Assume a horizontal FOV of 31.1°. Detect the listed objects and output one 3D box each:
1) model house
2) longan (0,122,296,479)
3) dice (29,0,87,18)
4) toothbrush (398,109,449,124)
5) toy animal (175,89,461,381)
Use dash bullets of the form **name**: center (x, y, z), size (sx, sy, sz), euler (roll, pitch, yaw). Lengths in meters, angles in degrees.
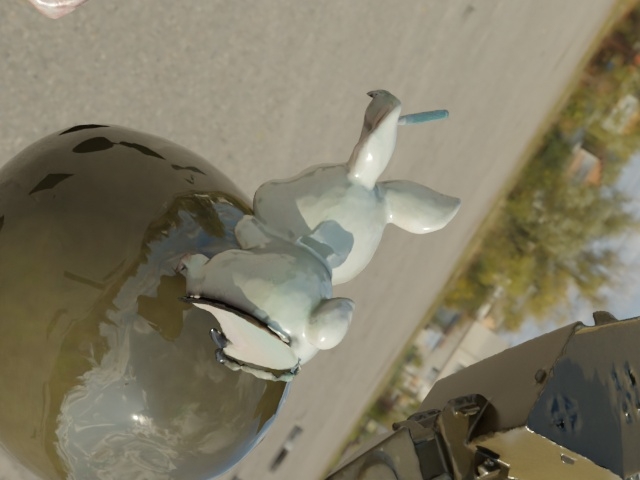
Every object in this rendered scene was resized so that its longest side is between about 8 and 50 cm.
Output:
- **model house**: center (0.111, 0.166, 0.813), size (0.248, 0.176, 0.181), euler (-7, 164, -32)
- **longan**: center (-0.120, 0.041, 0.717), size (0.248, 0.248, 0.248), euler (-55, 173, -10)
- **dice**: center (-0.242, -0.268, 1.066), size (0.093, 0.094, 0.091), euler (-36, -157, 4)
- **toothbrush**: center (0.088, -0.116, 1.101), size (0.167, 0.014, 0.011), euler (-17, 99, -58)
- **toy animal**: center (-0.005, 0.000, 0.539), size (0.085, 0.071, 0.124), euler (-3, -135, 48)
